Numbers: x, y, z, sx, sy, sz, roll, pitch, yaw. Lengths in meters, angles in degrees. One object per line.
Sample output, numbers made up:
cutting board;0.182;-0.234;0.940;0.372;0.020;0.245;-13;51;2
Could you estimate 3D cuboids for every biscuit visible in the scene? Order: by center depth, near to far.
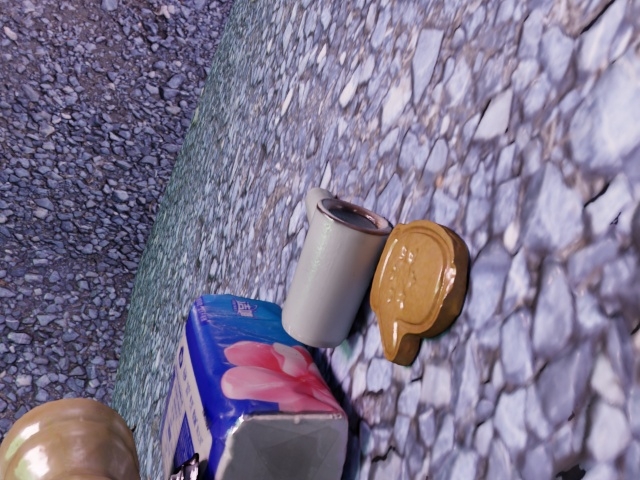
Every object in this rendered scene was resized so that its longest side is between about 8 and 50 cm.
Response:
biscuit;0.071;0.041;0.586;0.140;0.023;0.118;174;111;-71

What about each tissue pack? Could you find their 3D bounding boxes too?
tissue pack;-0.075;0.196;0.733;0.269;0.137;0.209;-135;60;-66

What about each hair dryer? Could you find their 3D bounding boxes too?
hair dryer;0.000;0.000;0.769;0.236;0.073;0.131;-110;37;-65

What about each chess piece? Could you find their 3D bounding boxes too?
chess piece;-0.179;0.253;0.558;0.301;0.137;0.137;43;117;59

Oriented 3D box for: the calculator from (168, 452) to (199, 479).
calculator;-0.130;0.321;0.569;0.166;0.028;0.274;119;157;-48
